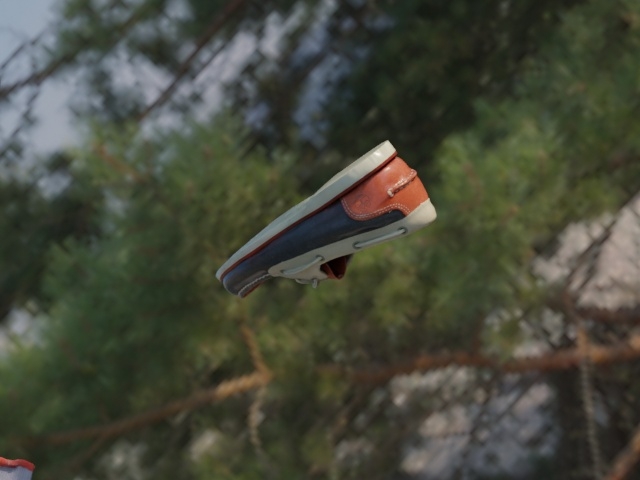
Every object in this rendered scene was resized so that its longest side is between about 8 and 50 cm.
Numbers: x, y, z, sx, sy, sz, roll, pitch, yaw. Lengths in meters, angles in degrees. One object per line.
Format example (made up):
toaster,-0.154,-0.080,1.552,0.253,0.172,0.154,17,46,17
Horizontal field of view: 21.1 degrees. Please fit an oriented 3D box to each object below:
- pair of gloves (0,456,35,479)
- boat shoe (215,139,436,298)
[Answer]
pair of gloves,-0.137,0.179,0.771,0.198,0.023,0.159,35,-112,-57
boat shoe,0.000,0.000,0.827,0.137,0.043,0.049,-34,8,42
